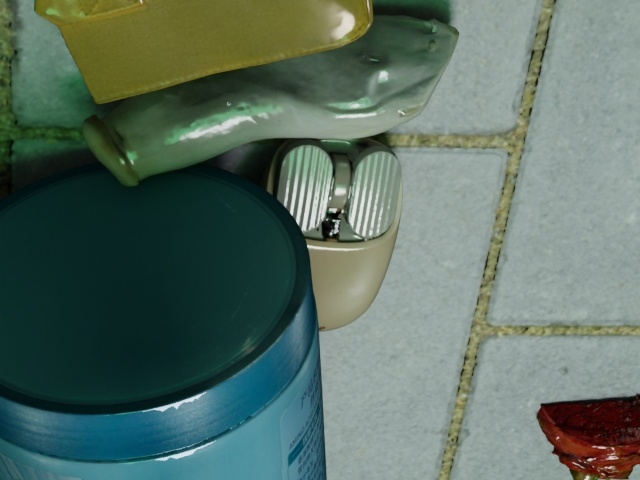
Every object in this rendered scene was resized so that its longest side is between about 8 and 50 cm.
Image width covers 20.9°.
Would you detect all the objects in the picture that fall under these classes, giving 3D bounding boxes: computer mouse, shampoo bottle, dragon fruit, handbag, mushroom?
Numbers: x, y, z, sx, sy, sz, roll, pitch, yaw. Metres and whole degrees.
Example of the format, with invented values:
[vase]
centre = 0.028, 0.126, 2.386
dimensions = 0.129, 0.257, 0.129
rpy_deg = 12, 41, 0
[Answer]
[computer mouse]
centre = 0.000, 0.000, 1.692
dimensions = 0.145, 0.082, 0.236
rpy_deg = 6, 128, -14
[shampoo bottle]
centre = -0.160, 0.156, 1.594
dimensions = 0.331, 0.331, 0.343
rpy_deg = -8, 132, -3
[dragon fruit]
centre = 0.325, 0.238, 1.945
dimensions = 0.162, 0.083, 0.106
rpy_deg = -5, 132, -9
[handbag]
centre = -0.137, -0.313, 1.389
dimensions = 0.283, 0.133, 0.401
rpy_deg = -15, 130, 9
[mushroom]
centre = -0.041, -0.132, 1.567
dimensions = 0.351, 0.097, 0.109
rpy_deg = -12, 89, -1
